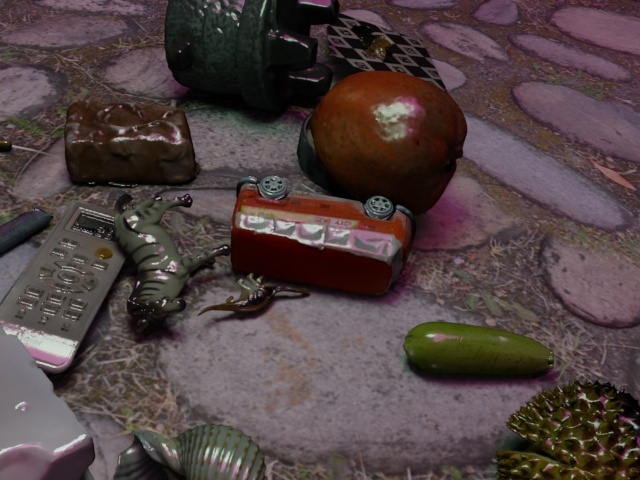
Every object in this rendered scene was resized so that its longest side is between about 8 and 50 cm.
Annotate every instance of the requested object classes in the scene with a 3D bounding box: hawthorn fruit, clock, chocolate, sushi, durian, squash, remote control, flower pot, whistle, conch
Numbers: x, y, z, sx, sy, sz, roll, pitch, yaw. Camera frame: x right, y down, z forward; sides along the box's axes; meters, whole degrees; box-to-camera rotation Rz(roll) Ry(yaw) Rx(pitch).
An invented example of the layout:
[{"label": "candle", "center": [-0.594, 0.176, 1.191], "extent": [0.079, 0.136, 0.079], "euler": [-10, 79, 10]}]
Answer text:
[{"label": "hawthorn fruit", "center": [0.081, -0.154, 1.187], "extent": [0.262, 0.210, 0.210], "euler": [19, 39, 25]}, {"label": "clock", "center": [0.098, -0.163, 1.383], "extent": [0.280, 0.055, 0.280], "euler": [5, 38, -4]}, {"label": "chocolate", "center": [-0.306, -0.165, 1.283], "extent": [0.214, 0.093, 0.148], "euler": [-3, 41, -14]}, {"label": "sushi", "center": [0.123, -0.385, 1.675], "extent": [0.264, 0.050, 0.290], "euler": [14, 34, -15]}, {"label": "durian", "center": [0.320, 0.241, 0.846], "extent": [0.237, 0.138, 0.193], "euler": [6, 38, -4]}, {"label": "squash", "center": [0.206, 0.143, 1.011], "extent": [0.201, 0.066, 0.066], "euler": [8, 38, -5]}, {"label": "remote control", "center": [-0.331, 0.057, 1.036], "extent": [0.109, 0.055, 0.313], "euler": [17, 34, -4]}, {"label": "flower pot", "center": [-0.117, -0.391, 1.440], "extent": [0.283, 0.299, 0.299], "euler": [13, 38, 13]}, {"label": "whistle", "center": [-0.451, 0.002, 1.096], "extent": [0.033, 0.033, 0.176], "euler": [25, 42, 20]}, {"label": "conch", "center": [-0.124, 0.251, 0.786], "extent": [0.153, 0.102, 0.135], "euler": [1, 50, 27]}]

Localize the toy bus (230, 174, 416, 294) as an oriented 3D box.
[{"label": "toy bus", "center": [0.000, 0.000, 1.118], "extent": [0.265, 0.121, 0.120], "euler": [11, 47, 2]}]

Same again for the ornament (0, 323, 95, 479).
[{"label": "ornament", "center": [-0.351, 0.221, 0.670], "extent": [0.240, 0.239, 0.240], "euler": [-25, 50, -35]}]

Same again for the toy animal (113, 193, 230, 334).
[{"label": "toy animal", "center": [-0.225, 0.019, 1.065], "extent": [0.176, 0.073, 0.217], "euler": [-22, 63, -42]}]

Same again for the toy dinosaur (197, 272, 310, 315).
[{"label": "toy dinosaur", "center": [-0.098, 0.073, 1.065], "extent": [0.180, 0.037, 0.058], "euler": [-19, 41, -31]}]

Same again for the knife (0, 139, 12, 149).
[{"label": "knife", "center": [-0.634, -0.168, 1.268], "extent": [0.256, 0.046, 0.022], "euler": [2, 79, -9]}]
